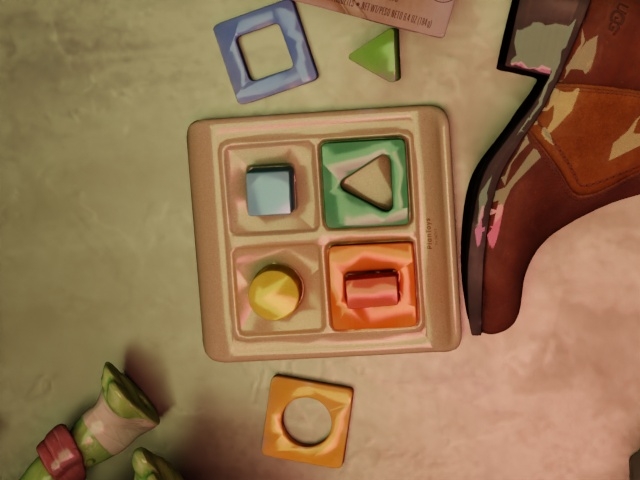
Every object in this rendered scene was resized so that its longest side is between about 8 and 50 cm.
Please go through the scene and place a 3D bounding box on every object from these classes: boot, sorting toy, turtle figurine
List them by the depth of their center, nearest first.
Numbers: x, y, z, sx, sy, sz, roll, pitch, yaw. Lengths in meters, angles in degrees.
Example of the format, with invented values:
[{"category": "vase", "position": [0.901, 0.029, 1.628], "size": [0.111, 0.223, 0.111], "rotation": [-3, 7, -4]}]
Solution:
[{"category": "boot", "position": [0.247, -0.036, 1.097], "size": [0.280, 0.096, 0.264], "rotation": [13, 93, 0]}, {"category": "turtle figurine", "position": [-0.246, 0.196, 1.131], "size": [0.266, 0.198, 0.275], "rotation": [-35, 104, 4]}, {"category": "sorting toy", "position": [0.000, 0.000, 1.144], "size": [0.196, 0.047, 0.348], "rotation": [-3, 98, 10]}]

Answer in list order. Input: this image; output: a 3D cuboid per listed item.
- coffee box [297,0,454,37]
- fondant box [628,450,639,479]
[{"category": "coffee box", "position": [0.038, -0.274, 1.049], "size": [0.141, 0.098, 0.247], "rotation": [11, 102, -21]}, {"category": "fondant box", "position": [0.407, 0.214, 1.085], "size": [0.238, 0.096, 0.330], "rotation": [-41, 89, 13]}]
